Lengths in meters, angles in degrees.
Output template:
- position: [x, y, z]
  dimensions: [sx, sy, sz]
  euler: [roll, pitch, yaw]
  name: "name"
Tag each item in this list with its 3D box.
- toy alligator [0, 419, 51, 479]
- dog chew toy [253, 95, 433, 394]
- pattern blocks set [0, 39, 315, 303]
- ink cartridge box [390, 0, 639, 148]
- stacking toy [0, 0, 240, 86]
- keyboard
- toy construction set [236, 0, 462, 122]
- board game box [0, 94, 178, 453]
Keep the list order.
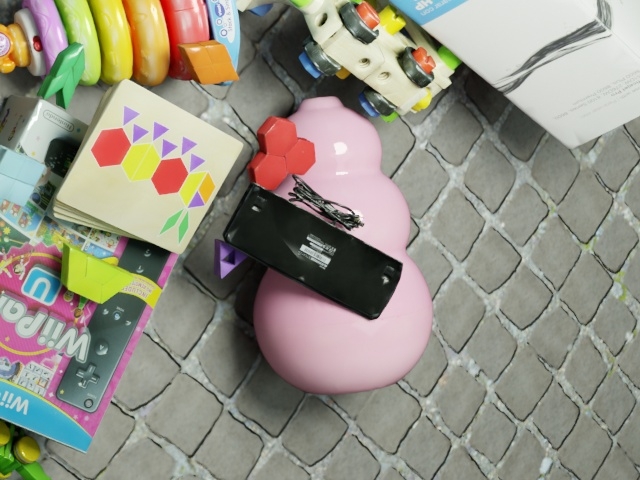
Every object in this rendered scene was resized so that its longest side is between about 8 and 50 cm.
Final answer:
- position: [-0.353, 0.197, 1.406]
  dimensions: [0.190, 0.056, 0.051]
  euler: [37, 34, -31]
  name: "toy alligator"
- position: [0.017, 0.003, 1.550]
  dimensions: [0.206, 0.206, 0.332]
  euler: [-8, 94, -34]
  name: "dog chew toy"
- position: [-0.169, -0.069, 1.359]
  dimensions: [0.285, 0.026, 0.325]
  euler: [-54, 134, -2]
  name: "pattern blocks set"
- position: [0.231, -0.330, 1.574]
  dimensions: [0.395, 0.166, 0.285]
  euler: [32, 43, -38]
  name: "ink cartridge box"
- position: [-0.246, -0.214, 1.376]
  dimensions: [0.302, 0.166, 0.175]
  euler: [-17, 110, -20]
  name: "stacking toy"
- position: [0.000, 0.000, 1.442]
  dimensions: [0.192, 0.038, 0.100]
  euler: [29, 100, -10]
  name: "keyboard"
- position: [0.028, -0.243, 1.522]
  dimensions: [0.328, 0.215, 0.151]
  euler: [15, 129, -35]
  name: "toy construction set"
- position: [-0.282, 0.036, 1.403]
  dimensions: [0.224, 0.097, 0.303]
  euler: [30, 80, -34]
  name: "board game box"
